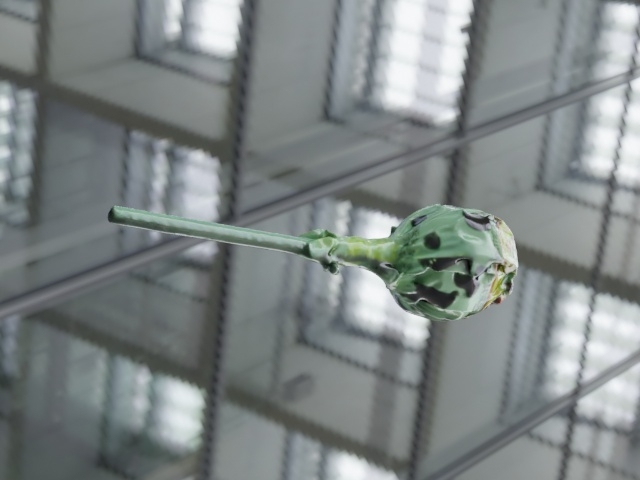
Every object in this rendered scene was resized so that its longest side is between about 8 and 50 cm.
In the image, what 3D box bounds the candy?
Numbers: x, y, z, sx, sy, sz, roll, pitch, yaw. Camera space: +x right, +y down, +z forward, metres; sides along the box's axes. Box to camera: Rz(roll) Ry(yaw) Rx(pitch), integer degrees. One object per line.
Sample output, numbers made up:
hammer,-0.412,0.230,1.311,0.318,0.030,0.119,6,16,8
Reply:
candy,0.000,0.000,1.360,0.091,0.305,0.083,-49,-140,46
